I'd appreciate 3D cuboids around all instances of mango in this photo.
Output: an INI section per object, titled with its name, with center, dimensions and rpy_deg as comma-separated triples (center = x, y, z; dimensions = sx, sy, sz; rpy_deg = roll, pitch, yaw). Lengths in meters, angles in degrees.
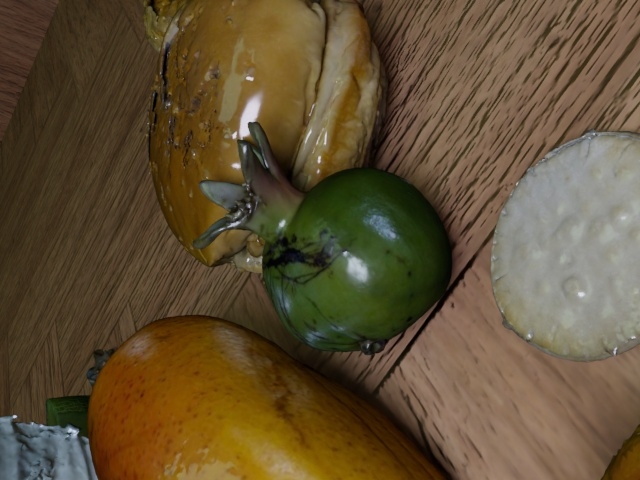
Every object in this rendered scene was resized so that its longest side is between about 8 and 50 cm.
[mango]
center = -0.038, 0.179, 0.503
dimensions = 0.350, 0.199, 0.201
rpy_deg = 22, 122, 43

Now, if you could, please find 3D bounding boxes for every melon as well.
[melon]
center = -0.306, 0.257, 0.856
dimensions = 0.209, 0.064, 0.118
rpy_deg = -52, 52, 56

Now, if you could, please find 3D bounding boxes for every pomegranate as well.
[pomegranate]
center = 0.000, 0.000, 0.509
dimensions = 0.152, 0.191, 0.131
rpy_deg = -36, 21, 41

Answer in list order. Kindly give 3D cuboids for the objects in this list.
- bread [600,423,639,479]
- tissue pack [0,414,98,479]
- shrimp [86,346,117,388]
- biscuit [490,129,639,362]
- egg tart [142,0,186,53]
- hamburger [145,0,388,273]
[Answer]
[bread]
center = 0.242, 0.039, 0.232
dimensions = 0.185, 0.109, 0.380
rpy_deg = 38, 105, 54
[tissue pack]
center = -0.295, 0.374, 0.525
dimensions = 0.388, 0.162, 0.287
rpy_deg = -60, 33, 19
[shrimp]
center = -0.214, 0.173, 0.837
dimensions = 0.317, 0.077, 0.168
rpy_deg = 22, 84, 51
[biscuit]
center = 0.166, 0.001, 0.426
dimensions = 0.152, 0.020, 0.152
rpy_deg = -27, 54, 46
[egg tart]
center = -0.110, -0.347, 0.884
dimensions = 0.297, 0.132, 0.297
rpy_deg = -23, 51, 31
[hamburger]
center = -0.070, -0.113, 0.683
dimensions = 0.304, 0.174, 0.284
rpy_deg = 30, 111, 62
